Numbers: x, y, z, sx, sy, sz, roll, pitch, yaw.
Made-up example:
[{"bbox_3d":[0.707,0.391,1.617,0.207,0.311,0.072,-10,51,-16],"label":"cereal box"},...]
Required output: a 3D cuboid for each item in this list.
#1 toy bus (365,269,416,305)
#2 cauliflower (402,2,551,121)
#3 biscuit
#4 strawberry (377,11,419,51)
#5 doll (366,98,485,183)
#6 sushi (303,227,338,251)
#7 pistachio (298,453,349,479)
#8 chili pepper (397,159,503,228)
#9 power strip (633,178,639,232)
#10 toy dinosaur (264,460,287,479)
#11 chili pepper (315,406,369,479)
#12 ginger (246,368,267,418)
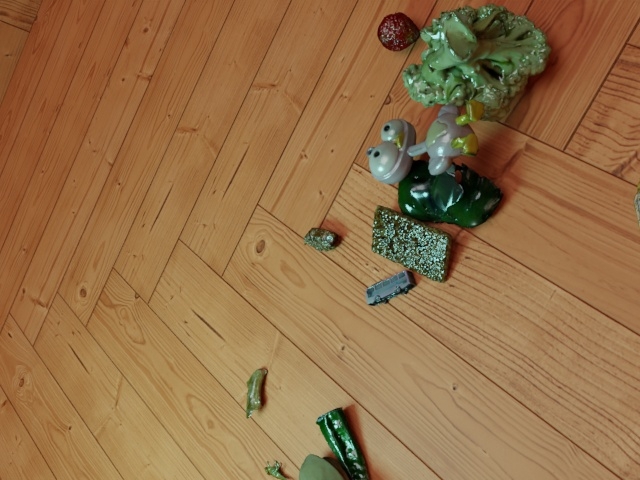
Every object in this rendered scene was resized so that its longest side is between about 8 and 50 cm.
[{"bbox_3d":[0.168,0.116,1.706,0.131,0.037,0.052,-29,62,31],"label":"toy bus"},{"bbox_3d":[0.325,-0.377,1.532,0.327,0.281,0.260,-16,107,31],"label":"cauliflower"},{"bbox_3d":[0.209,0.007,1.672,0.231,0.025,0.131,25,121,40],"label":"biscuit"},{"bbox_3d":[0.197,-0.523,1.770,0.106,0.106,0.106,-9,76,38],"label":"strawberry"},{"bbox_3d":[0.222,-0.213,1.566,0.365,0.094,0.160,-3,73,54],"label":"doll"},{"bbox_3d":[0.000,0.000,1.861,0.120,0.052,0.055,13,74,38],"label":"sushi"},{"bbox_3d":[0.017,0.594,1.665,0.136,0.136,0.226,-62,29,12],"label":"pistachio"},{"bbox_3d":[0.277,-0.106,1.609,0.264,0.116,0.148,17,95,41],"label":"chili pepper"},{"bbox_3d":[0.637,-0.039,1.358,0.049,0.028,0.178,-17,70,37],"label":"power strip"},{"bbox_3d":[-0.113,0.603,1.845,0.113,0.026,0.041,0,88,49],"label":"toy dinosaur"},{"bbox_3d":[0.062,0.522,1.707,0.088,0.059,0.227,-46,61,44],"label":"chili pepper"},{"bbox_3d":[-0.179,0.419,1.929,0.057,0.044,0.137,151,127,-65],"label":"ginger"}]
